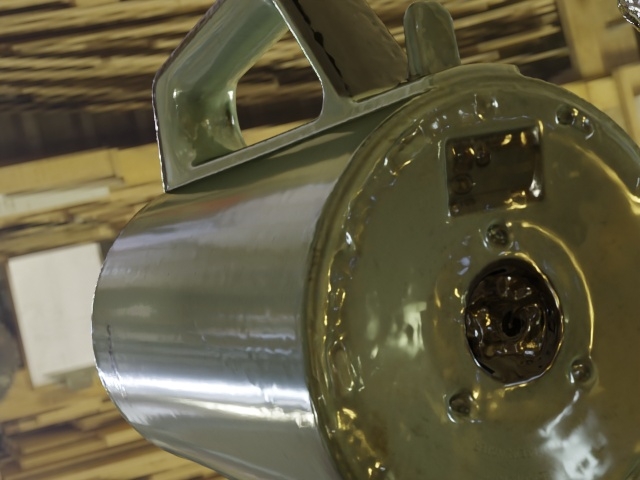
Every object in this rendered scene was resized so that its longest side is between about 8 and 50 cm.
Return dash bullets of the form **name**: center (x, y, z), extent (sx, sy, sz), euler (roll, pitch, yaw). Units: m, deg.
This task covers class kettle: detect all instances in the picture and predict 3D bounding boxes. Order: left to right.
- **kettle**: center (0.000, 0.000, 0.721), extent (0.250, 0.361, 0.376), euler (-16, -176, -29)

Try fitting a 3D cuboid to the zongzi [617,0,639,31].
- **zongzi**: center (0.261, -0.220, 0.823), extent (0.081, 0.178, 0.189), euler (-24, -139, -7)
